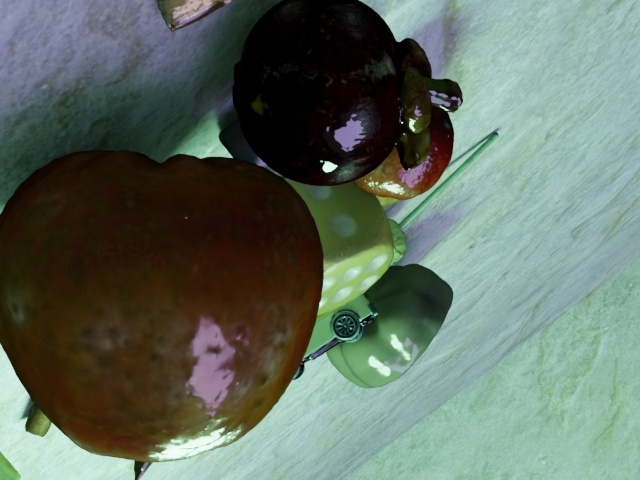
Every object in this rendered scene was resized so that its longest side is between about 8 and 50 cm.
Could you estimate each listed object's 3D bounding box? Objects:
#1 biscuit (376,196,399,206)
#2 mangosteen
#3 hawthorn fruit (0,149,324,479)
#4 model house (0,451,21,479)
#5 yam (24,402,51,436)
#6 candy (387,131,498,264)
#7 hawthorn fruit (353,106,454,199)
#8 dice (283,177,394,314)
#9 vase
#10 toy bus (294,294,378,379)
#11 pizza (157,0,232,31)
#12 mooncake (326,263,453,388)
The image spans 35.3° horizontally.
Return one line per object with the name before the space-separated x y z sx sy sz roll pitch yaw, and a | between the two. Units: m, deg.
biscuit | 0.133 -0.130 1.648 0.118 0.029 0.247 -20 153 -28
mangosteen | 0.032 -0.172 1.160 0.265 0.228 0.228 2 154 3
hawthorn fruit | -0.192 0.086 1.170 0.402 0.403 0.403 -28 156 -13
model house | -0.596 0.386 1.561 0.214 0.195 0.189 -33 -161 12
yam | -0.423 0.220 1.596 0.045 0.045 0.327 -43 168 -44
candy | 0.194 -0.075 1.794 0.335 0.092 0.093 -43 144 2
hawthorn fruit | 0.121 -0.156 1.454 0.157 0.157 0.194 -5 126 -47
dice | 0.000 0.000 1.551 0.169 0.169 0.166 -22 154 -25
vase | -0.026 -0.171 1.310 0.214 0.086 0.086 -39 156 2
toy bus | -0.046 0.151 1.795 0.276 0.165 0.133 -32 171 -1
pizza | -0.100 -0.284 0.993 0.204 0.081 0.188 -40 154 15
mooncake | 0.127 0.159 1.956 0.275 0.135 0.275 -43 -164 15
